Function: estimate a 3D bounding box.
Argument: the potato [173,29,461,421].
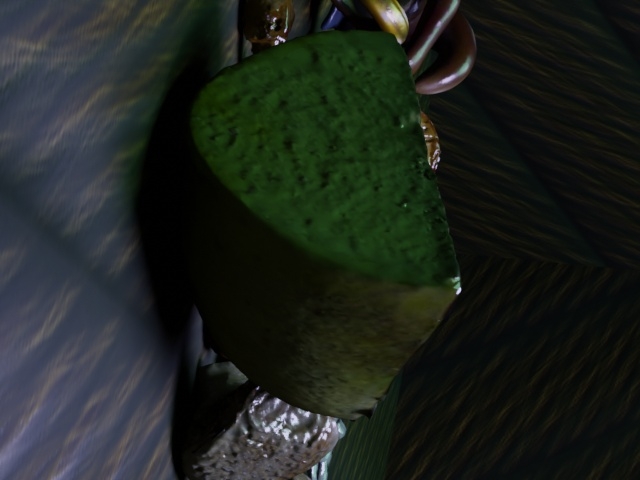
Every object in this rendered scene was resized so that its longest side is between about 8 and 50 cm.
[{"bbox_3d":[-0.039,0.005,1.454,0.330,0.213,0.280,-98,-160,-46],"label":"potato"}]

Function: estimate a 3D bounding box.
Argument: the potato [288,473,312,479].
[{"bbox_3d":[-0.062,0.353,1.855,0.189,0.211,0.264,45,2,-34],"label":"potato"}]

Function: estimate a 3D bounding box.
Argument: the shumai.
[{"bbox_3d":[-0.070,0.160,1.578,0.145,0.145,0.116,86,-12,-52],"label":"shumai"}]

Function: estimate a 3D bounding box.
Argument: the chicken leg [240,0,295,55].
[{"bbox_3d":[-0.045,-0.123,1.686,0.107,0.087,0.251,-114,-162,-68],"label":"chicken leg"}]

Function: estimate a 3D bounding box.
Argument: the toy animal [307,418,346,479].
[{"bbox_3d":[-0.021,0.268,2.149,0.255,0.090,0.170,-15,106,-85],"label":"toy animal"}]

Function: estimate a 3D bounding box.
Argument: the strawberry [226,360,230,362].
[{"bbox_3d":[-0.071,0.159,1.718,0.121,0.082,0.188,68,31,-31],"label":"strawberry"}]

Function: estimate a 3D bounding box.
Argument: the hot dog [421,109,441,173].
[{"bbox_3d":[0.018,-0.096,1.952,0.259,0.114,0.175,6,99,-48],"label":"hot dog"}]

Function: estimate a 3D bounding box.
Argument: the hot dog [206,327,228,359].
[{"bbox_3d":[-0.064,0.044,1.649,0.099,0.065,0.147,29,64,-42],"label":"hot dog"}]

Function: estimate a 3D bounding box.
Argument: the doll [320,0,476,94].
[{"bbox_3d":[0.063,-0.318,2.021,0.340,0.209,0.318,87,-21,-60],"label":"doll"}]
